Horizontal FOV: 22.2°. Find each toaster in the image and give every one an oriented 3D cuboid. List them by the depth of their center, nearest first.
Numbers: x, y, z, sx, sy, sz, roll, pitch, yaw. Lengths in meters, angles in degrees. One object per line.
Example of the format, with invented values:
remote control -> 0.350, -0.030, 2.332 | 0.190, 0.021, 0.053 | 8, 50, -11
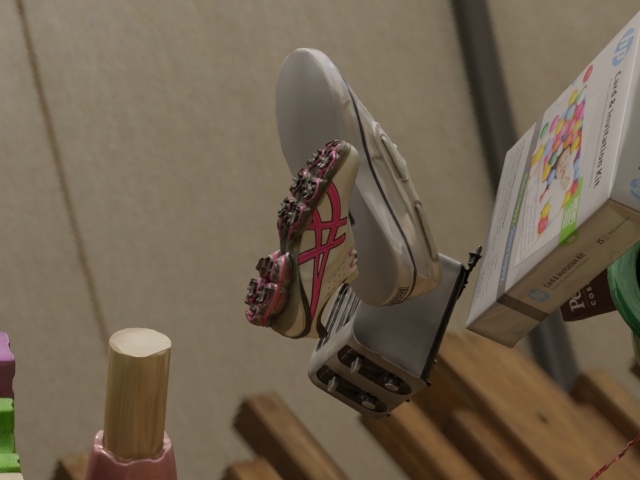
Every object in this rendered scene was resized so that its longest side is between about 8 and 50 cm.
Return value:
toaster -> 0.078, 0.090, 1.833 | 0.185, 0.110, 0.168 | -67, 9, -26

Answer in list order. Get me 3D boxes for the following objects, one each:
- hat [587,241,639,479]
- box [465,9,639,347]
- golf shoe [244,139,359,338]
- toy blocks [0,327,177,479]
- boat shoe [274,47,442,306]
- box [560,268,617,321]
hat -> 0.266, 0.090, 1.177 | 0.209, 0.173, 0.183 | -3, -42, -9
box -> 0.156, -0.034, 0.996 | 0.038, 0.145, 0.186 | 24, -32, -11
golf shoe -> 0.000, 0.000, 1.486 | 0.086, 0.067, 0.186 | 20, -83, -21
toy blocks -> -0.226, 0.228, 1.014 | 0.309, 0.288, 0.260 | 0, -64, -15
boat shoe -> 0.042, -0.065, 1.575 | 0.088, 0.267, 0.096 | -8, -25, -44
box -> 0.413, -0.053, 1.679 | 0.381, 0.191, 0.143 | -19, -5, 39
